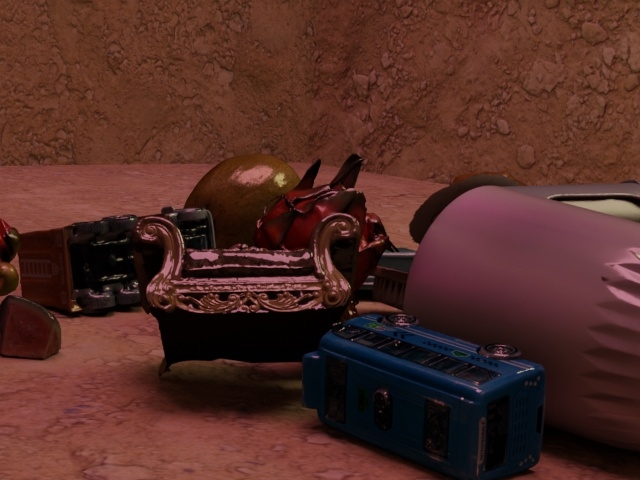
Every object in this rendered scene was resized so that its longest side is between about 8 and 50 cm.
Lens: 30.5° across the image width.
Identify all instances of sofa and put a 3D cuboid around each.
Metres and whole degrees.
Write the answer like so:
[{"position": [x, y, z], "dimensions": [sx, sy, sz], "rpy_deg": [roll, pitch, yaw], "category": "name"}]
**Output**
[{"position": [-0.085, 0.039, 1.354], "dimensions": [0.258, 0.182, 0.200], "rpy_deg": [-1, -28, -3], "category": "sofa"}]

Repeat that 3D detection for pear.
[{"position": [-0.141, -0.043, 2.077], "dimensions": [0.188, 0.228, 0.211], "rpy_deg": [41, 41, 5], "category": "pear"}]

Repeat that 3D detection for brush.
[{"position": [0.224, 0.100, 1.864], "dimensions": [0.327, 0.065, 0.070], "rpy_deg": [13, -1, -12], "category": "brush"}]

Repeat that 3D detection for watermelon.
[{"position": [-0.360, 0.107, 1.434], "dimensions": [0.084, 0.092, 0.072], "rpy_deg": [-2, 46, 11], "category": "watermelon"}]

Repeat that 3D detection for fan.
[{"position": [0.192, 0.004, 1.846], "dimensions": [0.190, 0.329, 0.009], "rpy_deg": [12, 46, -35], "category": "fan"}]

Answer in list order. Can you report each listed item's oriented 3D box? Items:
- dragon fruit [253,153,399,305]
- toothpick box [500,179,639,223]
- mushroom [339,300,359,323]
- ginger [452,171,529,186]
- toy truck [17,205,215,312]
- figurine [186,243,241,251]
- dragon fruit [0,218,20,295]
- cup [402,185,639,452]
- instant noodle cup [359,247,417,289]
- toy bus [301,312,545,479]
[{"position": [0.000, 0.000, 1.761], "dimensions": [0.192, 0.274, 0.193], "rpy_deg": [38, 27, 17], "category": "dragon fruit"}, {"position": [0.331, 0.035, 1.753], "dimensions": [0.354, 0.263, 0.263], "rpy_deg": [-1, 10, -21], "category": "toothpick box"}, {"position": [0.013, 0.111, 1.500], "dimensions": [0.085, 0.109, 0.126], "rpy_deg": [10, 25, 3], "category": "mushroom"}, {"position": [0.327, -0.007, 2.075], "dimensions": [0.269, 0.200, 0.223], "rpy_deg": [4, 36, 40], "category": "ginger"}, {"position": [-0.307, 0.026, 1.794], "dimensions": [0.162, 0.136, 0.305], "rpy_deg": [0, 6, 39], "category": "toy truck"}, {"position": [-0.154, 0.064, 1.652], "dimensions": [0.125, 0.125, 0.138], "rpy_deg": [0, -3, -28], "category": "figurine"}, {"position": [-0.523, 0.010, 1.496], "dimensions": [0.227, 0.243, 0.307], "rpy_deg": [42, 0, -39], "category": "dragon fruit"}, {"position": [0.293, 0.088, 1.294], "dimensions": [0.253, 0.253, 0.371], "rpy_deg": [-4, 13, -44], "category": "cup"}, {"position": [0.108, 0.049, 2.021], "dimensions": [0.157, 0.070, 0.179], "rpy_deg": [2, 3, -9], "category": "instant noodle cup"}, {"position": [0.102, 0.157, 1.200], "dimensions": [0.134, 0.114, 0.246], "rpy_deg": [-12, 19, -43], "category": "toy bus"}]
